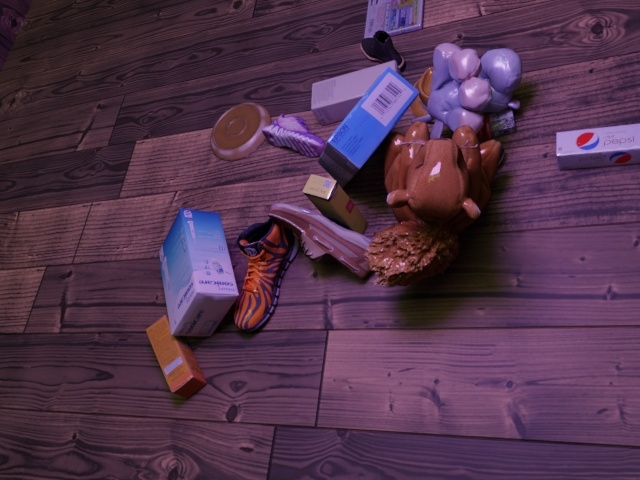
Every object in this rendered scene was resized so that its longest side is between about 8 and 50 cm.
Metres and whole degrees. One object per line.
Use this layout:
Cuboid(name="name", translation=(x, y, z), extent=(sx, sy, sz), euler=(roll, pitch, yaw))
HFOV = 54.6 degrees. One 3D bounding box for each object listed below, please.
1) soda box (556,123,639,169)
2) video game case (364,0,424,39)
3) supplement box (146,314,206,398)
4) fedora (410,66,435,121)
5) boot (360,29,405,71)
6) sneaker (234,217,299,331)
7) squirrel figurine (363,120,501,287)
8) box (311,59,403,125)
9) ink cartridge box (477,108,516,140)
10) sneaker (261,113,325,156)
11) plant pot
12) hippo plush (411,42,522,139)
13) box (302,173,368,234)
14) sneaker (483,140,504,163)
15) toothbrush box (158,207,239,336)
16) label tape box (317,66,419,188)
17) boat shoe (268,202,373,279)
Cuboid(name="soda box", translation=(0.685, -0.225, 1.496), extent=(0.216, 0.069, 0.074), euler=(-2, 62, 25))
Cuboid(name="video game case", translation=(0.246, -0.758, 2.042), extent=(0.193, 0.023, 0.212), euler=(-5, 61, 25))
Cuboid(name="supplement box", translation=(-0.407, 0.323, 1.739), extent=(0.080, 0.078, 0.233), euler=(-40, 54, 2))
Cuboid(name="fedora", translation=(0.334, -0.435, 1.783), extent=(0.194, 0.079, 0.194), euler=(-12, 58, 21))
Cuboid(name="boot", translation=(0.179, -0.617, 1.926), extent=(0.077, 0.137, 0.198), euler=(-46, 53, -3))
Cuboid(name="sneaker", translation=(-0.184, 0.079, 1.697), extent=(0.124, 0.180, 0.321), euler=(9, 68, 31))
Cuboid(name="squirrel figurine", translation=(0.255, -0.069, 1.398), extent=(0.281, 0.370, 0.397), euler=(13, 101, 5))
Cuboid(name="box", translation=(0.113, -0.448, 1.892), extent=(0.275, 0.094, 0.113), euler=(-9, 60, 22))
Cuboid(name="ink cartridge box", translation=(0.466, -0.312, 1.678), extent=(0.115, 0.029, 0.063), euler=(-11, 59, 21))
Cuboid(name="sneaker", translation=(-0.072, -0.338, 1.931), extent=(0.236, 0.095, 0.104), euler=(24, 68, 35))
Cuboid(name="plant pot", translation=(-0.277, -0.375, 2.089), extent=(0.236, 0.032, 0.236), euler=(-13, 59, 21))
Cuboid(name="hippo plush", translation=(0.416, -0.368, 1.598), extent=(0.236, 0.294, 0.234), euler=(-11, 50, -18))
Cuboid(name="box", translation=(0.044, -0.086, 1.640), extent=(0.087, 0.232, 0.058), euler=(18, 73, 34))
Cuboid(name="sneaker", translation=(0.340, -0.183, 1.631), extent=(0.292, 0.110, 0.118), euler=(-31, 45, 8))
Cuboid(name="toothbrush box", translation=(-0.352, 0.091, 1.750), extent=(0.216, 0.126, 0.295), euler=(-54, 42, 38))
Cuboid(name="label tape box", translation=(0.109, -0.284, 1.656), extent=(0.115, 0.347, 0.249), euler=(38, 82, -4))
Cuboid(name="boat shoe", translation=(0.000, 0.000, 1.634), extent=(0.324, 0.123, 0.116), euler=(25, 86, 9))
